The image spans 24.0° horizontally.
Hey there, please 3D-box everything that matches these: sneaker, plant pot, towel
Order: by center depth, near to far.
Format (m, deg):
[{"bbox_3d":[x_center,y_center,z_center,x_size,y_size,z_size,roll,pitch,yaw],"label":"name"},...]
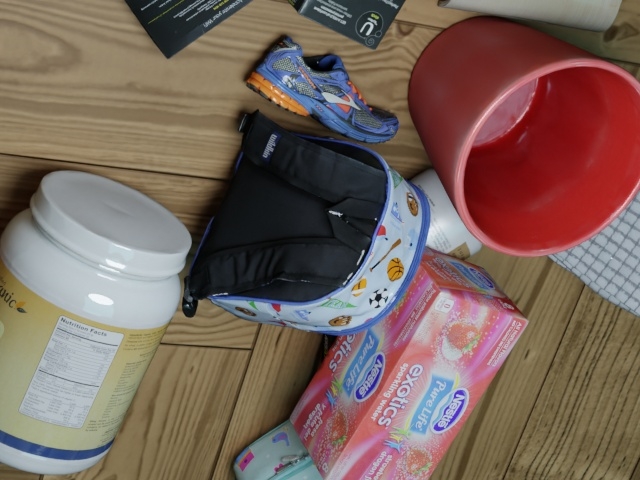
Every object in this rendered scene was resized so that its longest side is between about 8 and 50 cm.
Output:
[{"bbox_3d":[0.017,-0.185,1.889,0.221,0.083,0.087,21,101,-36],"label":"sneaker"},{"bbox_3d":[0.245,-0.150,1.906,0.274,0.243,0.275,-11,122,-18],"label":"plant pot"},{"bbox_3d":[0.433,-0.039,2.056,0.121,0.283,0.235,-24,145,-58],"label":"towel"}]

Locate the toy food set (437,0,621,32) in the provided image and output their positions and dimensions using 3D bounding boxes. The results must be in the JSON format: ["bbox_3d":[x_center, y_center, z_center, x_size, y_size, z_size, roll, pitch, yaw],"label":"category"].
[{"bbox_3d":[0.288,-0.414,1.875,0.219,0.092,0.306,7,115,-14],"label":"toy food set"}]

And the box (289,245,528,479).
[{"bbox_3d":[0.110,0.170,1.938,0.154,0.142,0.300,20,110,-32],"label":"box"}]

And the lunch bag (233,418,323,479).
[{"bbox_3d":[0.023,0.356,2.169,0.224,0.108,0.279,-31,132,12],"label":"lunch bag"}]

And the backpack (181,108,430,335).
[{"bbox_3d":[0.000,0.000,1.837,0.213,0.263,0.277,28,77,-42],"label":"backpack"}]

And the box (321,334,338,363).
[{"bbox_3d":[0.094,0.158,2.150,0.190,0.045,0.184,-8,121,-19],"label":"box"}]

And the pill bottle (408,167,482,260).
[{"bbox_3d":[0.087,0.015,2.006,0.229,0.131,0.131,-31,127,-3],"label":"pill bottle"}]

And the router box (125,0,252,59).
[{"bbox_3d":[-0.145,-0.315,1.757,0.179,0.046,0.133,-34,127,-1],"label":"router box"}]

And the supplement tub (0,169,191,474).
[{"bbox_3d":[-0.305,0.097,1.822,0.228,0.228,0.316,15,111,-30],"label":"supplement tub"}]

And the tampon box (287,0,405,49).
[{"bbox_3d":[0.043,-0.333,1.794,0.120,0.101,0.161,22,109,-32],"label":"tampon box"}]
